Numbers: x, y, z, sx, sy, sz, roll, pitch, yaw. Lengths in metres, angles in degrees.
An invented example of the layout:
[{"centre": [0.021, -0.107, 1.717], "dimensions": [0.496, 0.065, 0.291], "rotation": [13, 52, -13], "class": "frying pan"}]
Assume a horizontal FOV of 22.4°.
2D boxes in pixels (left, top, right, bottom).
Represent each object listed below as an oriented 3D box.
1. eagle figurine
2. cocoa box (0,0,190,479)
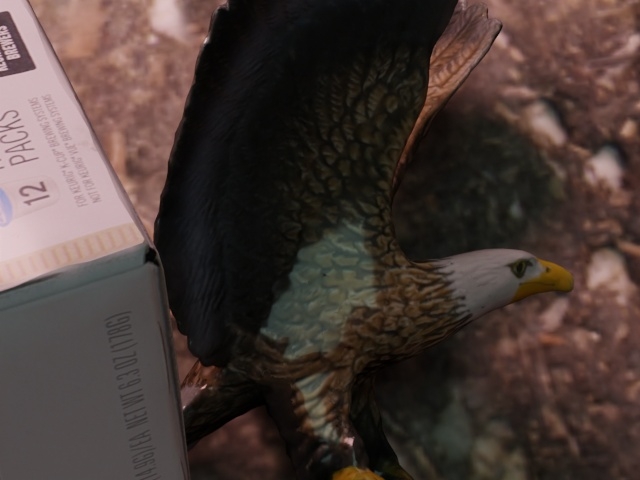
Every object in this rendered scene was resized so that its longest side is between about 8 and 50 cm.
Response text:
[{"centre": [0.010, -0.001, 0.765], "dimensions": [0.225, 0.226, 0.298], "rotation": [0, 78, -39], "class": "eagle figurine"}, {"centre": [-0.212, 0.009, 0.632], "dimensions": [0.228, 0.231, 0.347], "rotation": [-17, 46, -15], "class": "cocoa box"}]
